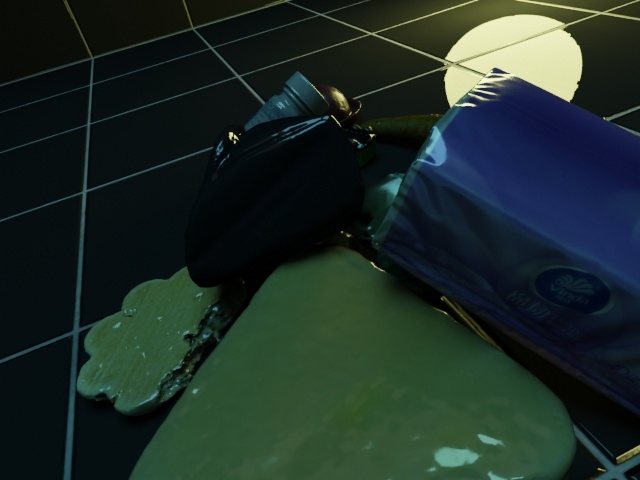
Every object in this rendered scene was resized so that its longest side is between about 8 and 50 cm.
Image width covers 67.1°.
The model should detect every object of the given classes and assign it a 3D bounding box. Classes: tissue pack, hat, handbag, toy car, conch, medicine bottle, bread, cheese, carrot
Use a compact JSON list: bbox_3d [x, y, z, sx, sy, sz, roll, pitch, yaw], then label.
[{"bbox_3d":[0.255,-0.016,0.491,0.338,0.160,0.242,32,49,10],"label":"tissue pack"},{"bbox_3d":[-0.006,-0.312,1.134,0.205,0.089,0.206,-10,36,7],"label":"hat"},{"bbox_3d":[-0.090,-0.084,0.699,0.274,0.178,0.302,-23,15,3],"label":"handbag"},{"bbox_3d":[0.036,-0.198,0.990,0.165,0.063,0.071,17,45,35],"label":"toy car"},{"bbox_3d":[0.125,0.000,0.649,0.175,0.122,0.188,-1,36,7],"label":"conch"},{"bbox_3d":[-0.073,-0.263,1.028,0.168,0.105,0.105,-43,37,8],"label":"medicine bottle"},{"bbox_3d":[-0.222,0.122,0.670,0.181,0.039,0.251,7,41,27],"label":"bread"},{"bbox_3d":[-0.013,0.178,0.472,0.383,0.104,0.384,-9,37,7],"label":"cheese"},{"bbox_3d":[0.178,-0.225,0.982,0.297,0.078,0.078,15,45,40],"label":"carrot"}]

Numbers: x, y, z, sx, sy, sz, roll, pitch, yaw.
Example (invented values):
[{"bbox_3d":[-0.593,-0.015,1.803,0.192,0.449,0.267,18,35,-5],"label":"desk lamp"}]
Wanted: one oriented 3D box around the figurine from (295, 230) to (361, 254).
[{"bbox_3d":[0.000,0.000,0.738,0.083,0.083,0.187,-26,28,-16],"label":"figurine"}]
